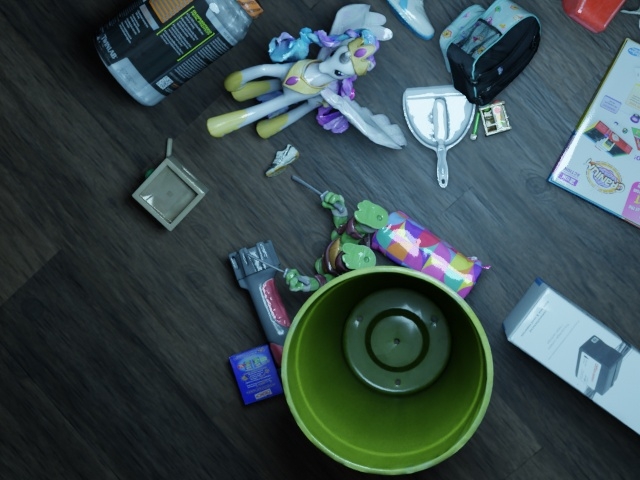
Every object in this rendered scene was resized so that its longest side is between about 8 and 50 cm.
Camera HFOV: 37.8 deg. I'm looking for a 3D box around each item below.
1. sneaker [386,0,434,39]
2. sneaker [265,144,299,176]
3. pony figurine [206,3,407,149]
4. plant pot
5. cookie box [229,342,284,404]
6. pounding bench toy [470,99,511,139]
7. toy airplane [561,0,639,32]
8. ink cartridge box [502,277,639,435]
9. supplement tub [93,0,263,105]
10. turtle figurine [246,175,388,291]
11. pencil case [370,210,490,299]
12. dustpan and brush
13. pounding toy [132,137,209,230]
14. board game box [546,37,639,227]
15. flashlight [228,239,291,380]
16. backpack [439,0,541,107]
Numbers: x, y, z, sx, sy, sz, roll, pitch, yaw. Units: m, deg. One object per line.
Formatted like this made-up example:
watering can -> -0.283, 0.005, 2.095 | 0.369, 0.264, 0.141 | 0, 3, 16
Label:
sneaker -> 0.170, -0.510, 1.884 | 0.092, 0.087, 0.228 | -33, 90, 6
sneaker -> -0.085, -0.168, 1.967 | 0.083, 0.032, 0.037 | -37, 74, 3
pony figurine -> 0.002, -0.300, 1.819 | 0.364, 0.351, 0.302 | -16, 87, 27
plant pot -> 0.137, 0.216, 1.788 | 0.367, 0.353, 0.366 | 0, 94, 8
cookie box -> -0.133, 0.283, 1.986 | 0.092, 0.040, 0.107 | -19, 90, 8
pounding bench toy -> 0.337, -0.244, 1.889 | 0.083, 0.052, 0.065 | -16, 90, 9
toy airplane -> 0.544, -0.573, 1.765 | 0.385, 0.272, 0.386 | -17, 79, -28
ink cartridge box -> 0.516, 0.218, 1.800 | 0.307, 0.223, 0.129 | 37, 96, 5
supplement tub -> -0.284, -0.434, 1.897 | 0.316, 0.193, 0.193 | -34, 88, 8
turtle figurine -> 0.000, 0.000, 1.833 | 0.198, 0.266, 0.274 | -36, 94, -27
pencil case -> 0.218, 0.031, 1.894 | 0.236, 0.104, 0.104 | 31, 96, 6
dustpan and brush -> 0.245, -0.212, 1.899 | 0.147, 0.060, 0.211 | -3, 92, 8
pounding toy -> -0.318, -0.121, 1.976 | 0.141, 0.100, 0.130 | 43, 98, -7
board game box -> 0.630, -0.202, 1.844 | 0.242, 0.064, 0.316 | 29, 96, 6
flashlight -> -0.083, 0.150, 1.948 | 0.103, 0.103, 0.304 | -23, 85, 38
backpack -> 0.334, -0.380, 1.828 | 0.188, 0.166, 0.144 | -38, 57, -3
